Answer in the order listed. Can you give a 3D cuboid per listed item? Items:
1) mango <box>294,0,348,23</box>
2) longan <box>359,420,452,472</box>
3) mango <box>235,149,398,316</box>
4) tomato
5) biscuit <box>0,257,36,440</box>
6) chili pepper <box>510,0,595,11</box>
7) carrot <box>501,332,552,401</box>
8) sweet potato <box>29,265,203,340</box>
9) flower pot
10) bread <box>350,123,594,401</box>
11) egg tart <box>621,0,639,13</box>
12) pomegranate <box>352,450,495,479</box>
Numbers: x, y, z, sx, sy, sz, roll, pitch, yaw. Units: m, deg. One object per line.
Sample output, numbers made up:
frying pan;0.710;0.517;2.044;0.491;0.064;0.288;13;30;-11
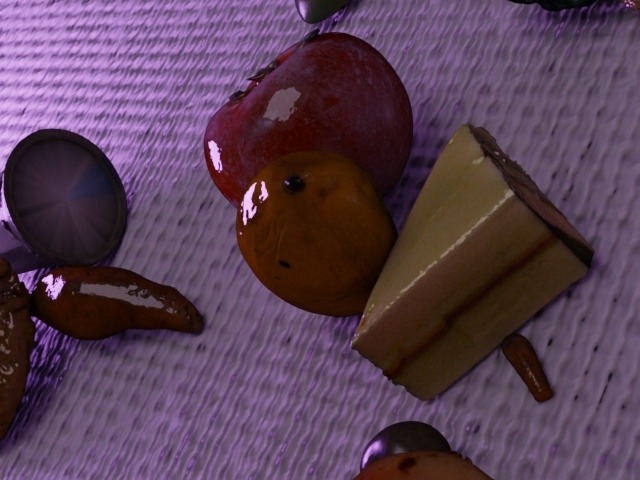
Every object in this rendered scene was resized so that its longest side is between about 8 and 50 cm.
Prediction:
mango;0.028;-0.429;2.328;0.137;0.091;0.237;-21;51;38
longan;0.091;0.242;1.691;0.113;0.092;0.113;-24;1;1
mango;-0.004;0.000;1.817;0.187;0.359;0.144;11;70;4
tomato;-0.005;-0.129;1.986;0.270;0.227;0.270;-38;8;6
biscuit;-0.525;0.159;2.300;0.334;0.081;0.289;14;92;50
chili pepper;0.347;-0.454;1.971;0.167;0.213;0.385;21;75;14
carrot;0.224;0.136;1.715;0.032;0.032;0.093;-39;42;12
sweet potato;-0.315;0.087;2.199;0.359;0.112;0.112;-3;57;42
flower pot;-0.434;-0.041;2.359;0.203;0.212;0.212;-19;46;42
bread;0.144;0.023;1.775;0.264;0.168;0.163;-41;38;11
egg tart;0.420;-0.317;1.888;0.130;0.052;0.130;-27;42;27
pomegranate;0.108;0.308;1.553;0.209;0.209;0.209;-25;44;27
